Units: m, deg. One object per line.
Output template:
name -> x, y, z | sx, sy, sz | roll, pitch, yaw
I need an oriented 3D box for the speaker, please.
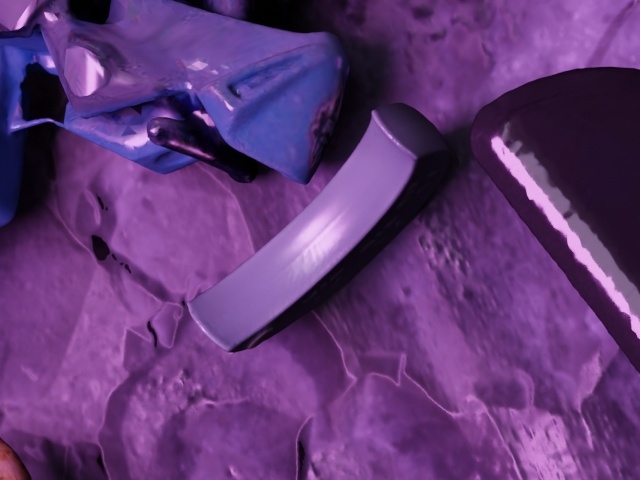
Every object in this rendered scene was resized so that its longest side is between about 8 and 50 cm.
speaker -> 0.274, 0.042, 1.059 | 0.184, 0.180, 0.388 | -40, 75, 11

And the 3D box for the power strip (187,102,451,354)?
power strip -> 0.000, 0.000, 1.195 | 0.044, 0.137, 0.216 | 48, 111, 11

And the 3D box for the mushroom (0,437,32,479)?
mushroom -> -0.137, 0.270, 1.183 | 0.301, 0.233, 0.208 | 19, 97, 6

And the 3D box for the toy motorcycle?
toy motorcycle -> -0.149, -0.092, 1.243 | 0.416, 0.172, 0.232 | -26, 72, 12
